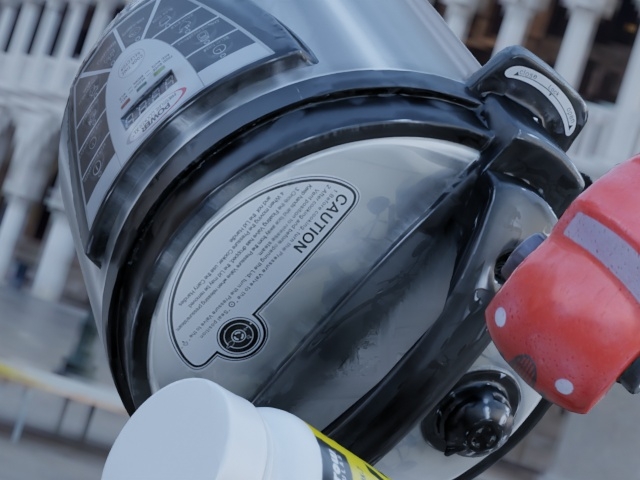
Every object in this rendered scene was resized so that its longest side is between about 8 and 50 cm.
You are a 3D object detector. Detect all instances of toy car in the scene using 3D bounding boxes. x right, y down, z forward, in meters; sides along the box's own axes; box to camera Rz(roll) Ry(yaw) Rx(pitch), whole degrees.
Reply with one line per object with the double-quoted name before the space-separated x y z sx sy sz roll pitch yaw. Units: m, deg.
"toy car" 0.160 -0.064 0.606 0.239 0.225 0.053 -8 -27 -7

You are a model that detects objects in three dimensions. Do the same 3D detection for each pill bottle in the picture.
"pill bottle" -0.017 0.167 0.969 0.208 0.119 0.119 37 -14 -37

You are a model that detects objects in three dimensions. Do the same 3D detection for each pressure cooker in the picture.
"pressure cooker" 0.005 0.002 1.299 0.375 0.370 0.420 -7 33 -13
